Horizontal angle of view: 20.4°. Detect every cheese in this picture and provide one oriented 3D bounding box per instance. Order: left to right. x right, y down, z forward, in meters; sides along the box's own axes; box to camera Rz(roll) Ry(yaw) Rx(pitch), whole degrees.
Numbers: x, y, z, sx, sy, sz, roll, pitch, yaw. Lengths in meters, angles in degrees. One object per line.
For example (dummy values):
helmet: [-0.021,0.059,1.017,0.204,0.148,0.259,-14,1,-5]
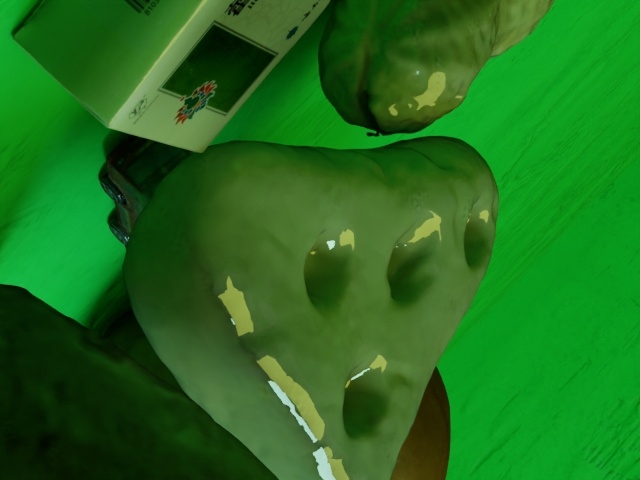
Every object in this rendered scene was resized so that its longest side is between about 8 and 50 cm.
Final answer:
cheese: [0.000,0.000,1.368,0.328,0.130,0.351,52,54,-41]

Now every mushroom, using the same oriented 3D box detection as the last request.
mushroom: [-0.192,0.206,1.152,0.314,0.397,0.224,-4,120,-62]

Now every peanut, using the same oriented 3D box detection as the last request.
peanut: [0.110,-0.201,1.517,0.313,0.149,0.149,-37,163,-42]

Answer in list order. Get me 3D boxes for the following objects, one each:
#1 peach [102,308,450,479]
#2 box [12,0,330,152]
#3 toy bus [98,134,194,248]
peach: [-0.046,0.186,1.631,0.343,0.301,0.343,-12,-166,3]
box: [-0.072,-0.171,1.146,0.212,0.095,0.168,-50,163,9]
toy bus: [-0.124,-0.025,1.410,0.065,0.077,0.192,-43,165,-17]
